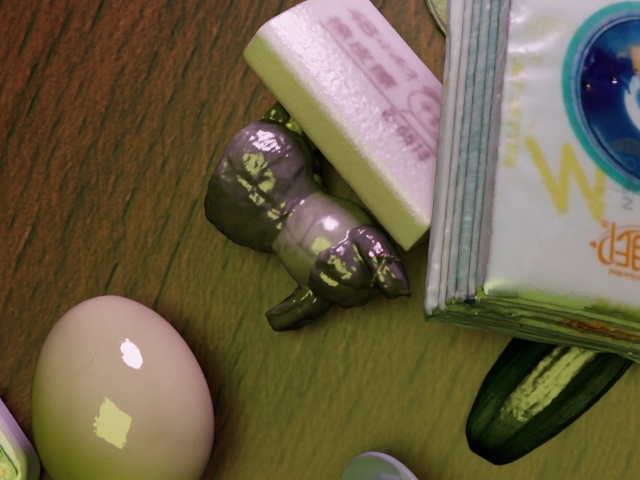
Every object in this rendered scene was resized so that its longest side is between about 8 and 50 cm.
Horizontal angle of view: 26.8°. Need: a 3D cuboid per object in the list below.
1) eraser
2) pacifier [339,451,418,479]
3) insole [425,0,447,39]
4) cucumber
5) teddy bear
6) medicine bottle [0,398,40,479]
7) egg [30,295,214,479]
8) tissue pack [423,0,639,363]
[{"bbox_3d":[0.064,-0.131,1.399,0.270,0.174,0.095,50,133,11],"label":"eraser"},{"bbox_3d":[0.121,0.340,1.349,0.207,0.227,0.279,-9,81,-33],"label":"pacifier"},{"bbox_3d":[0.233,-0.188,1.454,0.110,0.012,0.309,-40,80,1],"label":"insole"},{"bbox_3d":[0.245,0.136,1.393,0.115,0.063,0.244,40,92,11],"label":"cucumber"},{"bbox_3d":[-0.017,-0.001,1.414,0.171,0.144,0.251,-44,78,23],"label":"teddy bear"},{"bbox_3d":[-0.397,0.216,1.471,0.119,0.069,0.183,-37,79,5],"label":"medicine bottle"},{"bbox_3d":[-0.207,0.174,1.388,0.186,0.186,0.242,-21,78,5],"label":"egg"},{"bbox_3d":[0.263,-0.092,1.294,0.287,0.162,0.388,12,72,-16],"label":"tissue pack"}]
